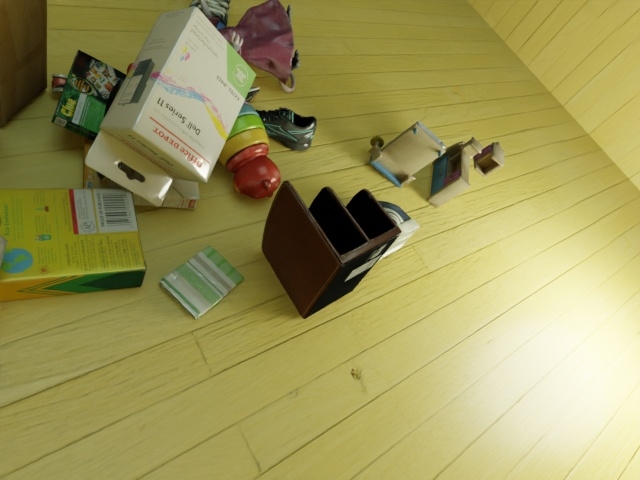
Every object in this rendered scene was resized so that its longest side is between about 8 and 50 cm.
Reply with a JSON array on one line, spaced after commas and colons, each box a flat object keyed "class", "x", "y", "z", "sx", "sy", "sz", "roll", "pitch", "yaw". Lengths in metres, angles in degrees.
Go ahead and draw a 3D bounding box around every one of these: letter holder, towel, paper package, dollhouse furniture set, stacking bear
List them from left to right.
[{"class": "paper package", "x": -0.719, "y": -0.440, "z": 0.897, "sx": 0.310, "sy": 0.324, "sz": 0.168, "roll": 26, "pitch": 49, "yaw": -12}, {"class": "towel", "x": -0.252, "y": 0.088, "z": 0.992, "sx": 0.113, "sy": 0.023, "sz": 0.152, "roll": 45, "pitch": 46, "yaw": 3}, {"class": "stacking bear", "x": -0.204, "y": -0.235, "z": 1.159, "sx": 0.164, "sy": 0.175, "sz": 0.288, "roll": -29, "pitch": 86, "yaw": -13}, {"class": "letter holder", "x": 0.000, "y": 0.000, "z": 0.989, "sx": 0.152, "sy": 0.301, "sz": 0.214, "roll": -27, "pitch": 73, "yaw": -27}, {"class": "dollhouse furniture set", "x": 0.348, "y": -0.304, "z": 1.429, "sx": 0.304, "sy": 0.286, "sz": 0.198, "roll": 34, "pitch": 47, "yaw": -20}]

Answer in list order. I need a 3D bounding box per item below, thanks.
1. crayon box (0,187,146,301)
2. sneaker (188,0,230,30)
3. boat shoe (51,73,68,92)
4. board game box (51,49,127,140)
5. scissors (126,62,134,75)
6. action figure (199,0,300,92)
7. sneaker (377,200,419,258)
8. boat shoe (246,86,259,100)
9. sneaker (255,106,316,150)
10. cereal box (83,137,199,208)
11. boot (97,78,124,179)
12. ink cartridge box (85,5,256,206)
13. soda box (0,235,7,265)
[{"class": "crayon box", "x": -0.511, "y": 0.001, "z": 0.863, "sx": 0.319, "sy": 0.081, "sz": 0.202, "roll": -3, "pitch": 59, "yaw": -32}, {"class": "sneaker", "x": -0.322, "y": -0.780, "z": 1.424, "sx": 0.130, "sy": 0.236, "sz": 0.322, "roll": 15, "pitch": 52, "yaw": -20}, {"class": "boat shoe", "x": -0.573, "y": -0.363, "z": 1.115, "sx": 0.137, "sy": 0.049, "sz": 0.043, "roll": 2, "pitch": 93, "yaw": -44}, {"class": "board game box", "x": -0.514, "y": -0.327, "z": 1.061, "sx": 0.136, "sy": 0.030, "sz": 0.259, "roll": 26, "pitch": 39, "yaw": -36}, {"class": "scissors", "x": -0.473, "y": -0.481, "z": 1.235, "sx": 0.109, "sy": 0.021, "sz": 0.296, "roll": 34, "pitch": 35, "yaw": -54}, {"class": "action figure", "x": -0.260, "y": -0.588, "z": 1.377, "sx": 0.371, "sy": 0.275, "sz": 0.247, "roll": -13, "pitch": 71, "yaw": -11}, {"class": "sneaker", "x": 0.137, "y": -0.036, "z": 1.187, "sx": 0.148, "sy": 0.131, "sz": 0.350, "roll": 45, "pitch": 19, "yaw": 14}, {"class": "boat shoe", "x": -0.222, "y": -0.424, "z": 1.361, "sx": 0.046, "sy": 0.038, "sz": 0.125, "roll": 8, "pitch": 32, "yaw": 29}, {"class": "sneaker", "x": -0.137, "y": -0.337, "z": 1.302, "sx": 0.268, "sy": 0.106, "sz": 0.101, "roll": 8, "pitch": 56, "yaw": -23}, {"class": "cereal box", "x": -0.407, "y": -0.158, "z": 1.056, "sx": 0.241, "sy": 0.047, "sz": 0.172, "roll": 1, "pitch": 55, "yaw": -28}, {"class": "boot", "x": -0.381, "y": -0.218, "z": 1.013, "sx": 0.179, "sy": 0.085, "sz": 0.236, "roll": 21, "pitch": 59, "yaw": -42}, {"class": "ink cartridge box", "x": -0.293, "y": -0.257, "z": 0.944, "sx": 0.207, "sy": 0.119, "sz": 0.353, "roll": 38, "pitch": 69, "yaw": -53}, {"class": "soda box", "x": -0.645, "y": 0.023, "z": 0.685, "sx": 0.287, "sy": 0.098, "sz": 0.091, "roll": -2, "pitch": 64, "yaw": -2}]
